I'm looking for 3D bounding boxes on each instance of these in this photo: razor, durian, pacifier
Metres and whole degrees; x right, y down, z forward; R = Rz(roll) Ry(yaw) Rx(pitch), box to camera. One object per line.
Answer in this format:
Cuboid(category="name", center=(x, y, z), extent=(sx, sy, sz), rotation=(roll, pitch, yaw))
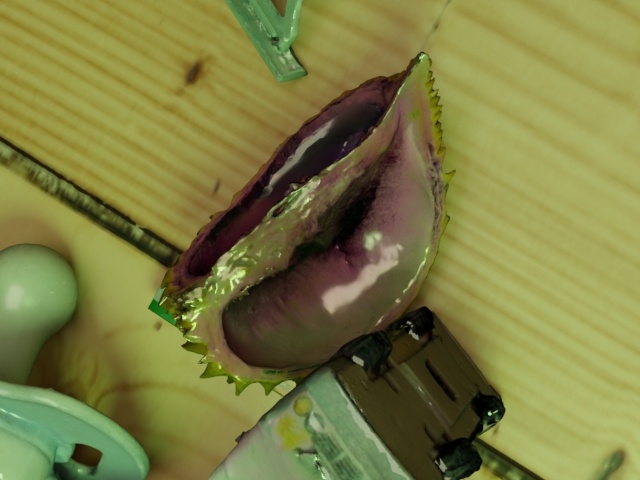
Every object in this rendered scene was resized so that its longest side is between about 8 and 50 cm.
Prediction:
Cuboid(category="razor", center=(0.047, -0.254, 0.826), extent=(0.278, 0.056, 0.111), rotation=(-35, 79, 12))
Cuboid(category="durian", center=(0.002, 0.004, 0.792), extent=(0.260, 0.154, 0.186), rotation=(-31, 99, -2))
Cuboid(category="pacifier", center=(-0.275, 0.111, 0.856), extent=(0.299, 0.244, 0.233), rotation=(22, 62, -9))

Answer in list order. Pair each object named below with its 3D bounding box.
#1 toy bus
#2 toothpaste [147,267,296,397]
Cuboid(category="toy bus", center=(0.037, 0.129, 0.688), extent=(0.138, 0.317, 0.112), rotation=(-40, 78, 15))
Cuboid(category="toothpaste", center=(-0.060, 0.085, 0.858), extent=(0.178, 0.037, 0.043), rotation=(31, 98, 13))
